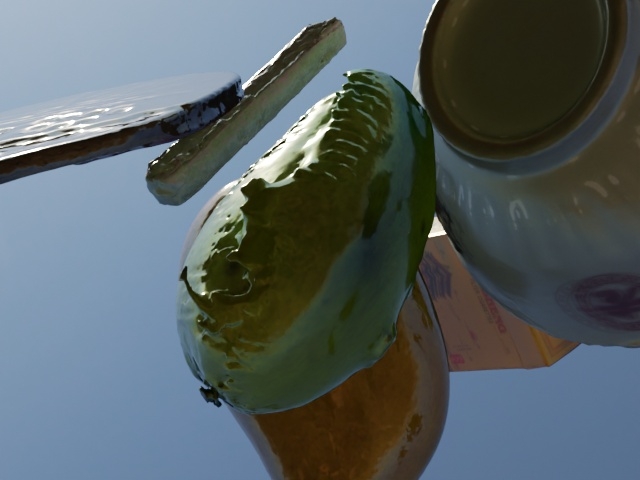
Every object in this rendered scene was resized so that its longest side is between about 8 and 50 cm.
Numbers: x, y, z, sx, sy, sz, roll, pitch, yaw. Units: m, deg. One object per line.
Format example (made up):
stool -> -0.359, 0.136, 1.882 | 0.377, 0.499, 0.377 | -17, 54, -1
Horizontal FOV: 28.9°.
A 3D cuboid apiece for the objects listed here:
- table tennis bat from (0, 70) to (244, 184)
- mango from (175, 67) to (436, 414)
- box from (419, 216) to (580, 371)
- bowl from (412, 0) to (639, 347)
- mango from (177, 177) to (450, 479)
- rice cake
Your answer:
table tennis bat -> -0.098, -0.024, 0.369 | 0.131, 0.022, 0.234 | -9, -167, 12
mango -> 0.001, 0.001, 0.575 | 0.178, 0.100, 0.119 | -60, -171, -25
box -> 0.158, 0.061, 1.427 | 0.076, 0.174, 0.274 | -33, -169, -32
bowl -> 0.165, -0.105, 0.807 | 0.337, 0.157, 0.337 | -12, -109, 40
mango -> -0.003, 0.086, 1.045 | 0.211, 0.173, 0.317 | -30, -110, 21
rice cake -> -0.050, -0.099, 0.914 | 0.033, 0.033, 0.207 | 22, -123, 38
